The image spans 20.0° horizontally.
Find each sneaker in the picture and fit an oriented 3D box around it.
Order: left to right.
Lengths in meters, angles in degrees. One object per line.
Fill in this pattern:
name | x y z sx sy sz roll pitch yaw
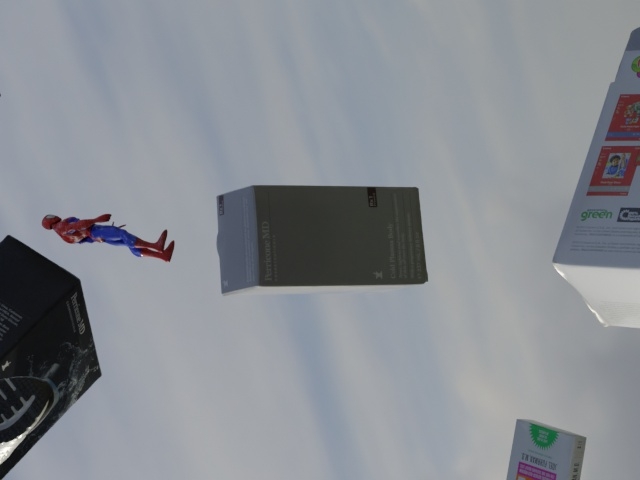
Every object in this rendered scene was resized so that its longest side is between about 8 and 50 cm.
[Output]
sneaker | -0.208 0.120 1.159 0.040 0.109 0.043 59 -158 14

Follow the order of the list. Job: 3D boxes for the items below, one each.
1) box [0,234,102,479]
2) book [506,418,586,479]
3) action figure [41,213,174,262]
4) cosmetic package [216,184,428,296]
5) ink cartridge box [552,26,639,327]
box | -0.288 0.110 1.631 0.093 0.158 0.156 29 149 22
book | 0.241 0.273 1.965 0.035 0.096 0.144 7 -87 -33
action figure | -0.179 -0.006 1.513 0.038 0.115 0.030 57 -137 -68
cosmetic package | 0.000 0.000 2.172 0.238 0.107 0.127 -2 -96 -34
ink cartridge box | 0.404 -0.059 1.642 0.130 0.309 0.272 45 -122 -44
